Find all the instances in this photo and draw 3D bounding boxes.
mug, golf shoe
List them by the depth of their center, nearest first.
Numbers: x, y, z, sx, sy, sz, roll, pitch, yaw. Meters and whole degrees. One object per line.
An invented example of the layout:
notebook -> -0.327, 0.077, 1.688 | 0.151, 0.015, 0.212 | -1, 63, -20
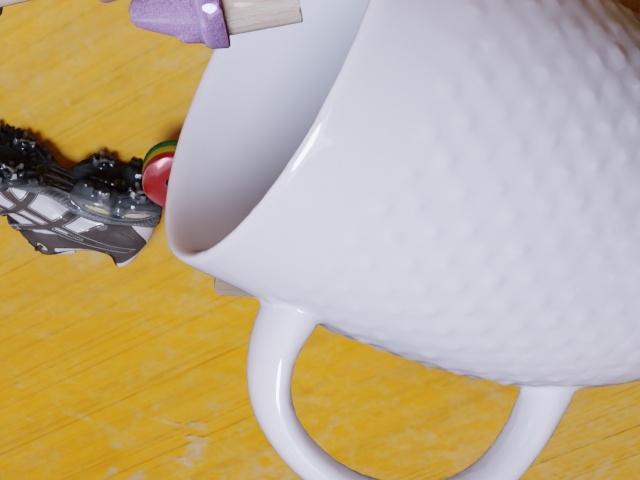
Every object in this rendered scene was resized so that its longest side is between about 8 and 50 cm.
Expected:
mug -> 0.089, -0.003, 0.968 | 0.328, 0.276, 0.374 | 25, 82, -21
golf shoe -> -0.222, -0.029, 1.146 | 0.198, 0.077, 0.094 | 17, 126, -4

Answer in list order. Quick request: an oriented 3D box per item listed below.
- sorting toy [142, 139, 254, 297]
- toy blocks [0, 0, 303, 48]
sorting toy -> 0.000, 0.000, 1.134 | 0.274, 0.046, 0.132 | 3, 125, -8
toy blocks -> -0.164, -0.248, 0.823 | 0.260, 0.309, 0.289 | -10, 124, 0
